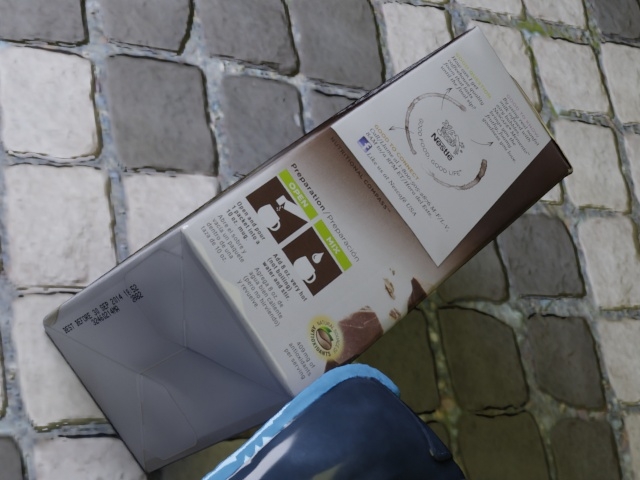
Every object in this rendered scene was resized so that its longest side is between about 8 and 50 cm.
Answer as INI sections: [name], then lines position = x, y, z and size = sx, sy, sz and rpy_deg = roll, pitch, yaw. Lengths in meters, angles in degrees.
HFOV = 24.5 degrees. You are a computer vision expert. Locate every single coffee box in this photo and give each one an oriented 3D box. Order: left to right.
[coffee box]
position = 0.000, 0.000, 0.910
size = 0.297, 0.168, 0.119
rpy_deg = -38, 95, -41

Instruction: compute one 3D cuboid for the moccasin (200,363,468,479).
[moccasin]
position = -0.054, 0.193, 0.670
size = 0.117, 0.138, 0.342
rpy_deg = 41, 67, 15
